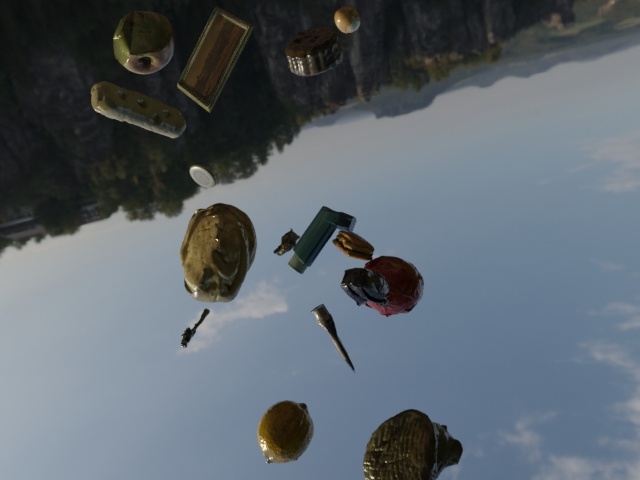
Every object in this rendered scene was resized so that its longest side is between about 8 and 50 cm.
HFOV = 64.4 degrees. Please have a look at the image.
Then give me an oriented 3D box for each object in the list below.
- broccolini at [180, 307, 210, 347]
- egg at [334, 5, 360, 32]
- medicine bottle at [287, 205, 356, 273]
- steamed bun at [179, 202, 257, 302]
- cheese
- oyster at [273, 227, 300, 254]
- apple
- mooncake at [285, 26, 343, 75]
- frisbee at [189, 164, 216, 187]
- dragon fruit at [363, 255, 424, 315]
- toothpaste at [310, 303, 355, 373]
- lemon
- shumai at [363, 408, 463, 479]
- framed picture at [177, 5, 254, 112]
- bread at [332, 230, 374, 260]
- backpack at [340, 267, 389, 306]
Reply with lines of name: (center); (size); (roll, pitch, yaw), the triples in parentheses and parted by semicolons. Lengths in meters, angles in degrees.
broccolini: (-0.534, 0.357, 2.148); (0.071, 0.058, 0.254); (-28, -162, 18)
egg: (0.076, -0.639, 1.469); (0.071, 0.071, 0.083); (-2, -173, 37)
medicine bottle: (0.000, 0.000, 1.662); (0.258, 0.124, 0.079); (-53, 166, 4)
steamed bun: (-0.364, 0.044, 1.858); (0.325, 0.230, 0.372); (-50, -142, 9)
cheese: (-0.330, -0.239, 0.936); (0.043, 0.065, 0.194); (-27, 164, 26)
oyster: (-0.120, 0.011, 1.769); (0.105, 0.056, 0.177); (-45, -176, -1)
apple: (-0.583, -0.650, 1.683); (0.207, 0.189, 0.174); (-10, 171, 3)
mooncake: (-0.029, -0.751, 2.009); (0.228, 0.124, 0.228); (-8, -134, 8)
frisbee: (-0.432, -0.234, 1.865); (0.110, 0.110, 0.014); (-3, -134, 37)
dragon fruit: (0.269, 0.169, 1.930); (0.241, 0.252, 0.241); (-50, -166, 17)
toothpaste: (0.054, 0.354, 1.824); (0.061, 0.266, 0.096); (-30, -177, -6)
lemon: (-0.124, 0.666, 1.773); (0.192, 0.192, 0.231); (7, -125, 54)
shumai: (0.261, 0.622, 1.411); (0.272, 0.204, 0.222); (-42, -145, 2)
framed picture: (-0.294, -0.496, 1.379); (0.197, 0.252, 0.014); (41, -164, 36)
bread: (0.129, 0.018, 1.980); (0.115, 0.077, 0.200); (18, -169, -24)
backpack: (0.135, 0.134, 1.554); (0.119, 0.165, 0.106); (-2, -118, 28)
